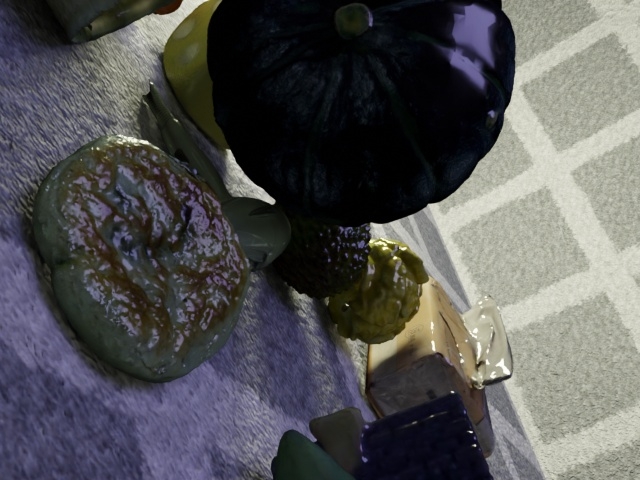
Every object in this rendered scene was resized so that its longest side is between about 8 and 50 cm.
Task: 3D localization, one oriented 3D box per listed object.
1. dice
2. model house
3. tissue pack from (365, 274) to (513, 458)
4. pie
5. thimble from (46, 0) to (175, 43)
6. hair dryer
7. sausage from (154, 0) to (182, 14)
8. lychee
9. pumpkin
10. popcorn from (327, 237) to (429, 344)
[{"bbox_3d":[-0.114,-0.248,1.158,0.169,0.166,0.169,50,19,-41],"label":"dice"},{"bbox_3d":[0.070,0.270,0.674,0.312,0.245,0.280,48,21,-72],"label":"model house"},{"bbox_3d":[0.213,0.205,1.339,0.239,0.238,0.305,58,15,-15],"label":"tissue pack"},{"bbox_3d":[-0.149,0.013,0.708,0.240,0.054,0.241,39,37,-38],"label":"pie"},{"bbox_3d":[-0.196,-0.335,0.853,0.150,0.270,0.271,61,14,-13],"label":"thimble"},{"bbox_3d":[-0.156,-0.058,0.898,0.267,0.092,0.229,46,22,-4],"label":"hair dryer"},{"bbox_3d":[-0.257,-0.433,1.078,0.113,0.113,0.259,-85,157,-65],"label":"sausage"},{"bbox_3d":[0.000,0.000,1.119,0.171,0.171,0.171,55,16,-24],"label":"lychee"},{"bbox_3d":[0.043,-0.196,0.937,0.363,0.363,0.266,64,4,10],"label":"pumpkin"},{"bbox_3d":[0.066,0.068,1.260,0.195,0.168,0.173,27,9,29],"label":"popcorn"}]
